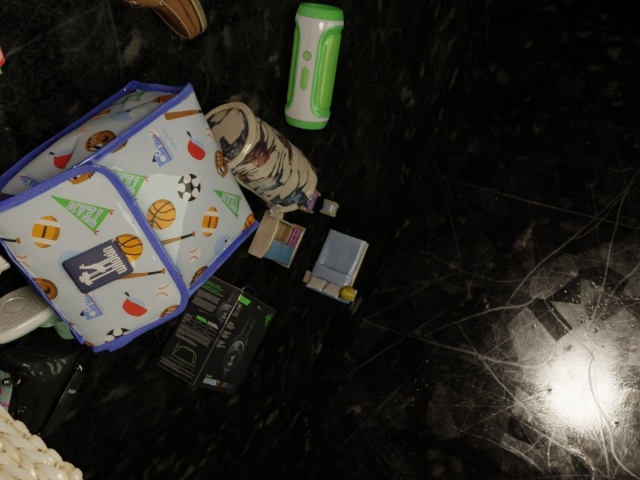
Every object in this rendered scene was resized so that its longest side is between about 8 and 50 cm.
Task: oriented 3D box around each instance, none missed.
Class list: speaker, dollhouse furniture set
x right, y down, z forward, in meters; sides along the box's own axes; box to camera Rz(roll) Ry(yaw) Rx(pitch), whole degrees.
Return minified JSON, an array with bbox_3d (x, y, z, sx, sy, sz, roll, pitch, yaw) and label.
[{"bbox_3d":[-0.018,-0.445,1.486,0.131,0.131,0.297,-32,138,-52],"label":"speaker"},{"bbox_3d":[0.000,0.000,1.685,0.286,0.303,0.198,-67,157,-2],"label":"dollhouse furniture set"}]

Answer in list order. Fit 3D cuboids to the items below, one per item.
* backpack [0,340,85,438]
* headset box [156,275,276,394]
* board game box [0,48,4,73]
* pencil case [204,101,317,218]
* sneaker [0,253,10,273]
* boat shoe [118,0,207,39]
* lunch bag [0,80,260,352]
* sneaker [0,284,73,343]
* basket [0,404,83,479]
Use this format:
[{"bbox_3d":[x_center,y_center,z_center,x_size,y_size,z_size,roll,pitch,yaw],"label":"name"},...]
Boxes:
[{"bbox_3d":[-0.533,0.280,1.058,0.152,0.115,0.182,4,108,-53],"label":"backpack"},{"bbox_3d":[-0.265,0.248,1.559,0.283,0.131,0.246,-63,156,-11],"label":"headset box"},{"bbox_3d":[-0.527,-0.235,0.733,0.259,0.039,0.124,-48,150,-42],"label":"board game box"},{"bbox_3d":[-0.148,-0.184,1.400,0.410,0.159,0.184,29,69,-66],"label":"pencil case"},{"bbox_3d":[-0.533,0.015,0.806,0.094,0.081,0.208,-52,150,-19],"label":"sneaker"},{"bbox_3d":[-0.305,-0.433,0.945,0.104,0.110,0.307,-57,144,-13],"label":"boat shoe"},{"bbox_3d":[-0.330,-0.042,0.999,0.385,0.239,0.328,-47,131,-32],"label":"lunch bag"},{"bbox_3d":[-0.483,0.145,1.044,0.256,0.094,0.151,-47,150,-55],"label":"sneaker"},{"bbox_3d":[-0.534,0.383,0.797,0.266,0.328,0.331,-48,172,-41],"label":"basket"}]
